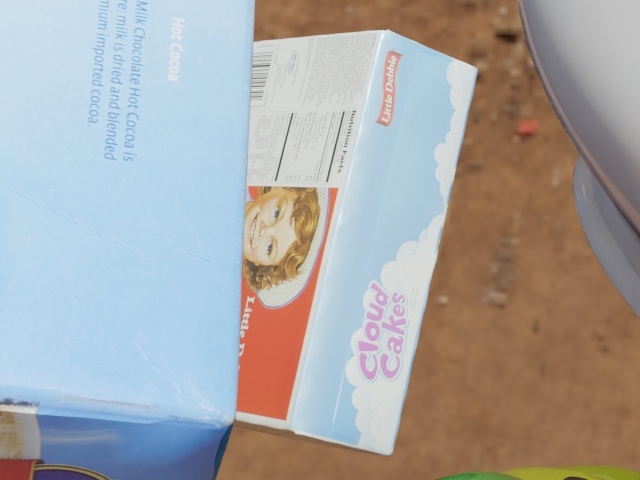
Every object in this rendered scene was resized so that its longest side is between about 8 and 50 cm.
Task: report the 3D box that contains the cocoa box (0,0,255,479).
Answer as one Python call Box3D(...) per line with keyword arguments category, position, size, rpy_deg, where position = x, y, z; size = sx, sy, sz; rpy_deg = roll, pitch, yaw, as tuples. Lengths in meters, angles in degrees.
Box3D(category="cocoa box", position=(-0.153, -0.030, 0.803), size=(0.231, 0.228, 0.347), rpy_deg=(110, -16, -54))

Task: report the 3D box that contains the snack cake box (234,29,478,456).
Box3D(category="snack cake box", position=(0.000, 0.000, 1.267), size=(0.089, 0.152, 0.264), rpy_deg=(18, 81, -37))

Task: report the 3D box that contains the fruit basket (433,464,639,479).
Box3D(category="fruit basket", position=(0.134, 0.195, 0.846), size=(0.283, 0.392, 0.392), rpy_deg=(-58, 138, -48))

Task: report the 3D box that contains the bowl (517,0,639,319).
Box3D(category="bowl", position=(0.162, -0.031, 0.511), size=(0.298, 0.298, 0.134), rpy_deg=(-19, 148, -52))
